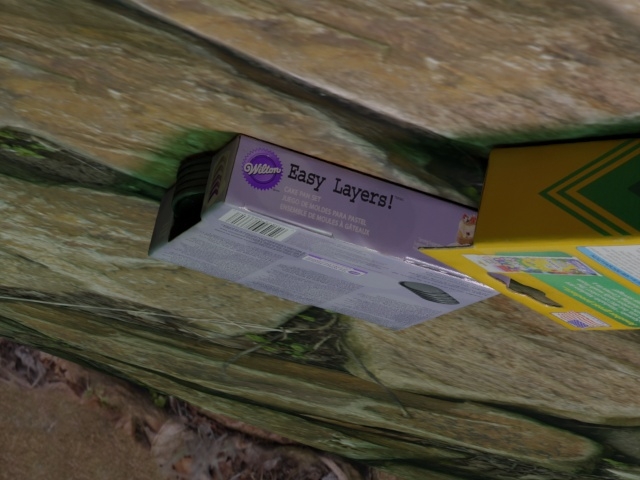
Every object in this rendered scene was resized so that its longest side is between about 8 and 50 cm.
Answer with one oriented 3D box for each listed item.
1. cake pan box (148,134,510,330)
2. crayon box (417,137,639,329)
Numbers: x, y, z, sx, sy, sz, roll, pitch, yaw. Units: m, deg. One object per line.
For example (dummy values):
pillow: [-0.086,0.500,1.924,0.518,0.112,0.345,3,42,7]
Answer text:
cake pan box: [0.000,0.000,1.703,0.267,0.070,0.246,17,163,-15]
crayon box: [0.259,-0.002,1.441,0.323,0.083,0.203,-3,158,44]
